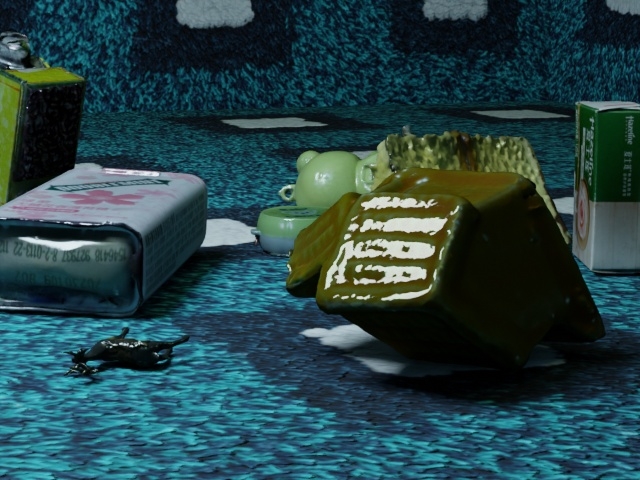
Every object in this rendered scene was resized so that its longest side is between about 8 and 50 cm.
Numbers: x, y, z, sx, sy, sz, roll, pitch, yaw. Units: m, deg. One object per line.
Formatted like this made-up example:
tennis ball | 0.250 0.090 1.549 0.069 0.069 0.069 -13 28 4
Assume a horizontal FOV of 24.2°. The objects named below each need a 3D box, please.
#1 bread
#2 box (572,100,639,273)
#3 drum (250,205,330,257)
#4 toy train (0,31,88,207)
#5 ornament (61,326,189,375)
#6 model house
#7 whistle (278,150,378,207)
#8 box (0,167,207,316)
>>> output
bread | 0.182 -0.036 1.869 0.266 0.142 0.178 -5 52 -35
box | 0.354 -0.067 1.805 0.081 0.199 0.135 -2 8 0
drum | 0.017 -0.002 1.837 0.130 0.049 0.253 -7 13 -35
toy train | -0.427 -0.155 2.113 0.177 0.261 0.134 25 24 35
ornament | -0.177 0.100 1.323 0.073 0.028 0.125 5 9 25
model house | 0.084 0.037 1.366 0.268 0.173 0.239 0 15 38
whistle | 0.087 -0.063 2.002 0.288 0.131 0.106 0 -32 4
box | -0.250 -0.003 1.680 0.190 0.112 0.369 2 12 7
